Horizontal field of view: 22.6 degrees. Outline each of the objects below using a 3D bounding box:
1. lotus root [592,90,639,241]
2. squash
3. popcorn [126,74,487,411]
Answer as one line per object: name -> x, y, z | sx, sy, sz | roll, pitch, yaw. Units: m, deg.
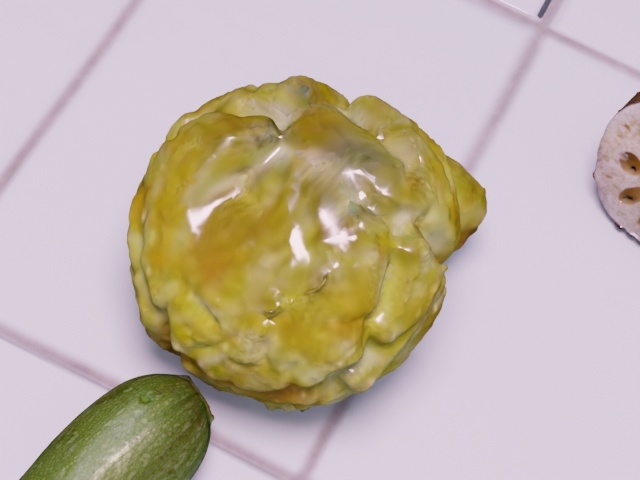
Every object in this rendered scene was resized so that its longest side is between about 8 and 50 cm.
lotus root -> 0.237, -0.049, 0.978 | 0.122, 0.112, 0.081 | 41, 57, 17
squash -> -0.135, 0.156, 0.843 | 0.077, 0.068, 0.219 | 32, 63, 6
popcorn -> 0.000, 0.000, 0.901 | 0.198, 0.198, 0.212 | 45, 41, 18
